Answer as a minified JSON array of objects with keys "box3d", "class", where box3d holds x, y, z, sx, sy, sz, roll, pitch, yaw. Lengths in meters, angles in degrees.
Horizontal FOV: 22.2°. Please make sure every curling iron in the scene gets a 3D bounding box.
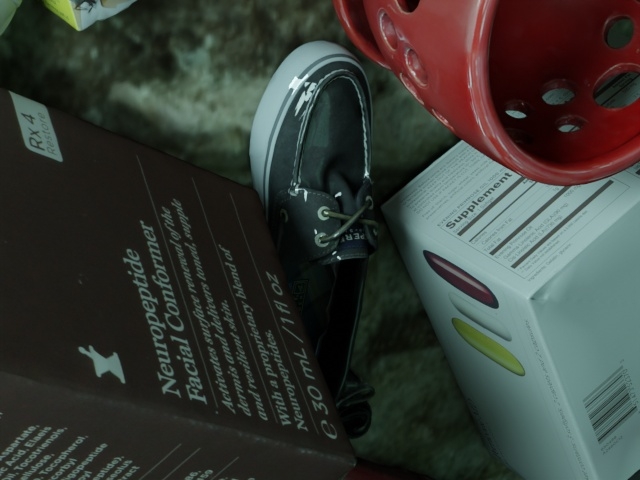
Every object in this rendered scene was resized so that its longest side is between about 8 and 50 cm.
[{"box3d":[0.069,0.163,1.129,0.068,0.035,0.274,-53,133,-1],"class":"curling iron"}]

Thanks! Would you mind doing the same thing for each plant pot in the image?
[{"box3d":[0.107,-0.146,0.894,0.191,0.174,0.191,-18,123,-30],"class":"plant pot"}]

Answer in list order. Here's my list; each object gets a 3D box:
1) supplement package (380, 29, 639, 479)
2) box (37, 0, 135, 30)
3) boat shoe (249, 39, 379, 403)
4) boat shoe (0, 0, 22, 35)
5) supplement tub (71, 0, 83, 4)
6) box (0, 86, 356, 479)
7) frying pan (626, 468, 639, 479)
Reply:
[{"box3d":[0.193,0.035,1.078,0.204,0.145,0.262,-39,131,-15],"class":"supplement package"},{"box3d":[-0.124,-0.220,0.759,0.087,0.058,0.232,-32,129,-19],"class":"box"},{"box3d":[0.000,0.000,0.960,0.080,0.076,0.228,-4,116,-36],"class":"boat shoe"},{"box3d":[-0.209,-0.164,0.722,0.075,0.083,0.226,-55,146,-14],"class":"boat shoe"},{"box3d":[-0.104,-0.166,0.715,0.071,0.071,0.107,31,97,-43],"class":"supplement tub"},{"box3d":[-0.177,0.027,0.740,0.381,0.191,0.143,19,128,-43],"class":"box"},{"box3d":[0.293,0.101,1.056,0.326,0.053,0.197,-49,133,-4],"class":"frying pan"}]
